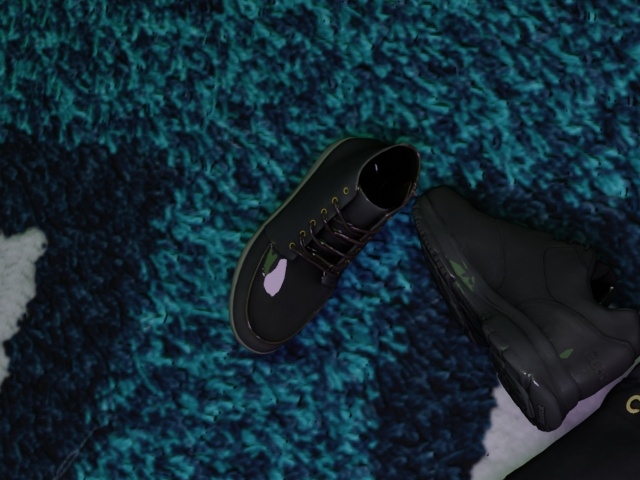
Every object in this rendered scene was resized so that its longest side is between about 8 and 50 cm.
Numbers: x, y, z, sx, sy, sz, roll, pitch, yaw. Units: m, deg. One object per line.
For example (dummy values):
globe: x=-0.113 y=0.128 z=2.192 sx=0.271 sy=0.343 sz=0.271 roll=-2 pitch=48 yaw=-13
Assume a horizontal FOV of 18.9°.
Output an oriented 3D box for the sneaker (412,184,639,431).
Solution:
sneaker: x=0.173 y=0.039 z=1.609 sx=0.130 sy=0.109 sz=0.286 roll=-29 pitch=44 yaw=-4

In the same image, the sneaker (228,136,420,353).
sneaker: x=0.000 y=0.000 z=1.686 sx=0.222 sy=0.083 sz=0.118 roll=-60 pitch=17 yaw=-11

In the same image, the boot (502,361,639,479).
boot: x=0.281 y=0.251 z=1.454 sx=0.284 sy=0.138 sz=0.377 roll=-35 pitch=49 yaw=4
